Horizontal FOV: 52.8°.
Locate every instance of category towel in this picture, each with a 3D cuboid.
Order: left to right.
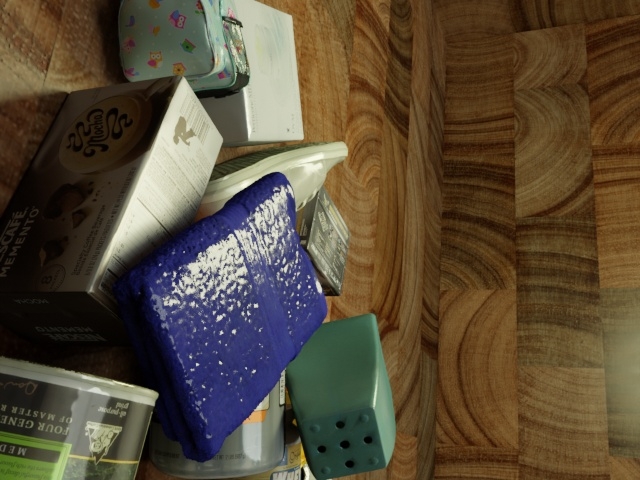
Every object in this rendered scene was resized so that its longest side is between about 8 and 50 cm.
[{"bbox_3d":[-0.103,0.073,0.752,0.308,0.076,0.227,-46,124,-55],"label":"towel"}]

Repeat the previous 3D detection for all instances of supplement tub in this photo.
[{"bbox_3d":[-0.145,0.164,0.932,0.194,0.194,0.315,17,71,-67],"label":"supplement tub"},{"bbox_3d":[-0.104,0.378,1.075,0.144,0.145,0.199,15,73,-68],"label":"supplement tub"}]

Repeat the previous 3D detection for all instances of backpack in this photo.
[{"bbox_3d":[-0.196,-0.295,0.892,0.144,0.166,0.188,-20,104,-77],"label":"backpack"}]

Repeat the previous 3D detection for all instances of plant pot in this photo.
[{"bbox_3d":[0.029,0.248,1.001,0.234,0.166,0.165,-92,170,-73],"label":"plant pot"}]

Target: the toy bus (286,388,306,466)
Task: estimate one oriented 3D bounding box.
[{"bbox_3d":[-0.045,0.366,1.255,0.220,0.150,0.211,13,89,-70],"label":"toy bus"}]

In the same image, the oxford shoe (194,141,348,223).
[{"bbox_3d":[-0.084,-0.096,1.157,0.449,0.169,0.129,-36,116,-56],"label":"oxford shoe"}]

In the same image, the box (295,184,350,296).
[{"bbox_3d":[0.000,0.000,1.503,0.231,0.056,0.182,57,36,-53],"label":"box"}]

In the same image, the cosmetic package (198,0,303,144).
[{"bbox_3d":[-0.138,-0.271,1.076,0.225,0.138,0.223,-23,109,-66],"label":"cosmetic package"}]

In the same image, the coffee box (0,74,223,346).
[{"bbox_3d":[-0.244,-0.036,0.739,0.118,0.168,0.297,60,35,-50],"label":"coffee box"}]

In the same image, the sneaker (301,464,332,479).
[{"bbox_3d":[-0.068,0.546,1.252,0.121,0.099,0.262,52,39,-23],"label":"sneaker"}]

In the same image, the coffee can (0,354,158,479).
[{"bbox_3d":[-0.273,0.246,0.549,0.201,0.202,0.275,45,52,-60],"label":"coffee can"}]
